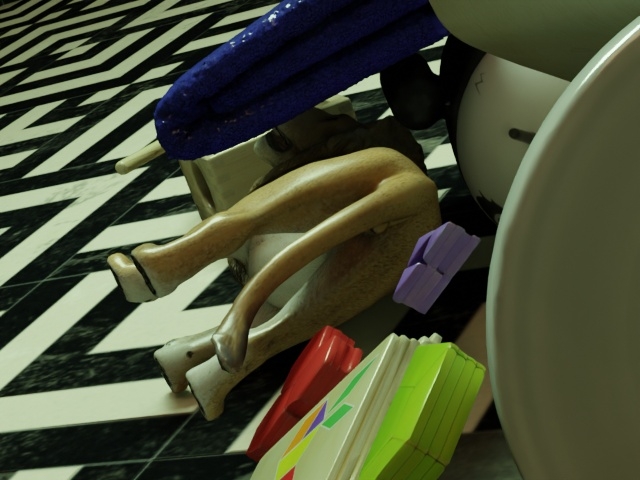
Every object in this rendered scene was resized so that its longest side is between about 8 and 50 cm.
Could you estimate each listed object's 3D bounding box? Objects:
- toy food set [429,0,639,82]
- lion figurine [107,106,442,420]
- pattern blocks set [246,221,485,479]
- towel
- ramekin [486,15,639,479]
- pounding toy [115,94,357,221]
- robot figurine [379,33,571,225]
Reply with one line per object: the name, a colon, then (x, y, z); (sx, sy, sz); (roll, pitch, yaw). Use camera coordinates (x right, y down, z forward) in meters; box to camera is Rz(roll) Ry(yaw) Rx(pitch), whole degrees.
toy food set: (0.225, -0.126, 0.775); (0.306, 0.092, 0.219); (11, -8, -42)
lion figurine: (0.000, 0.000, 0.989); (0.240, 0.142, 0.392); (-27, 11, -10)
pattern blocks set: (-0.015, 0.126, 0.654); (0.325, 0.026, 0.285); (-60, 8, -33)
towel: (0.023, -0.153, 1.094); (0.227, 0.076, 0.308); (-33, 9, 23)
ramekin: (0.191, 0.022, 0.599); (0.272, 0.273, 0.127); (-21, 6, -1)
pounding toy: (-0.075, -0.057, 1.350); (0.181, 0.094, 0.206); (-24, 18, -13)
robot figurine: (0.167, -0.091, 1.076); (0.209, 0.174, 0.278); (-30, 17, 10)
